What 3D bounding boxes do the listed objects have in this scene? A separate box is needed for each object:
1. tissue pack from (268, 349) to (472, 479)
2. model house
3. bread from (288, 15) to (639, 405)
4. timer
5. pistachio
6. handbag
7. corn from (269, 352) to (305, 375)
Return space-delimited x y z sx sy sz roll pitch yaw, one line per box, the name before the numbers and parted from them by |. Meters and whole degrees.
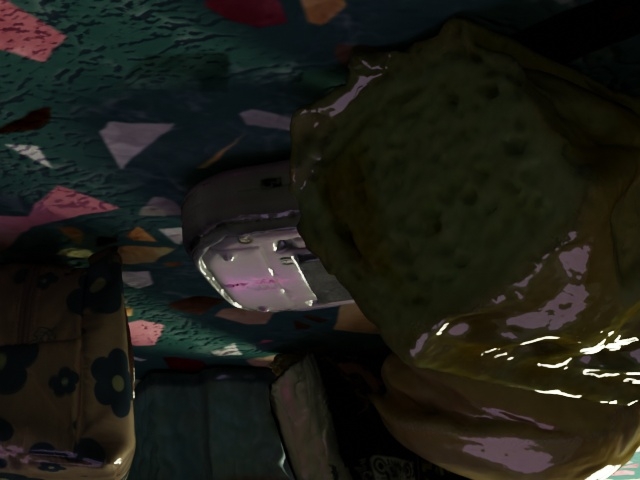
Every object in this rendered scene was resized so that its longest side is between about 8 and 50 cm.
tissue pack | 0.110 0.252 1.446 0.332 0.245 0.123 13 135 -41
model house | -0.099 0.351 1.601 0.297 0.339 0.360 9 158 -21
bread | 0.140 -0.010 0.846 0.252 0.238 0.196 15 114 -46
timer | 0.000 0.000 1.030 0.190 0.069 0.208 -8 158 10
pistachio | 0.197 0.162 1.349 0.293 0.162 0.181 8 -172 -8
handbag | -0.246 0.117 1.151 0.190 0.193 0.251 7 161 -7
corn | -0.019 0.136 1.458 0.083 0.027 0.028 8 173 -31
